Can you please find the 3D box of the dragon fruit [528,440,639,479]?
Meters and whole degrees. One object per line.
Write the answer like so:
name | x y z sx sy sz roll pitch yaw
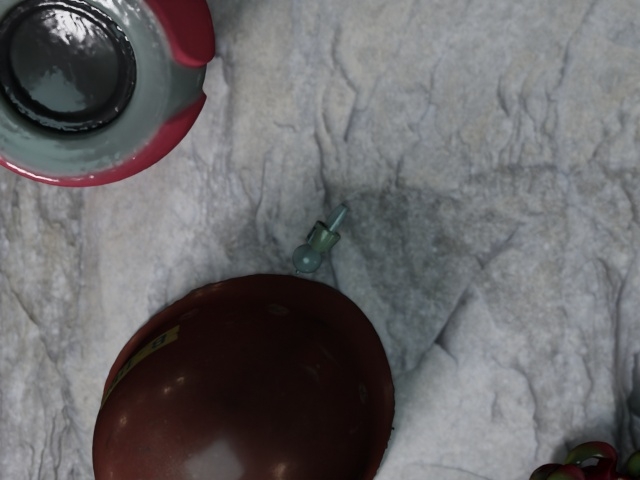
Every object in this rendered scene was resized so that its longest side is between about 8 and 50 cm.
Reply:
dragon fruit | 0.319 0.318 1.293 0.198 0.218 0.273 27 98 -36

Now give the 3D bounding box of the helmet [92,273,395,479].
helmet | -0.102 0.233 1.311 0.385 0.230 0.337 -41 91 13

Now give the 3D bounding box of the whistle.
whistle | 0.000 0.000 1.355 0.035 0.035 0.100 36 101 1

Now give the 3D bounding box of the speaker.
speaker | -0.259 -0.197 1.240 0.294 0.294 0.294 1 99 7
